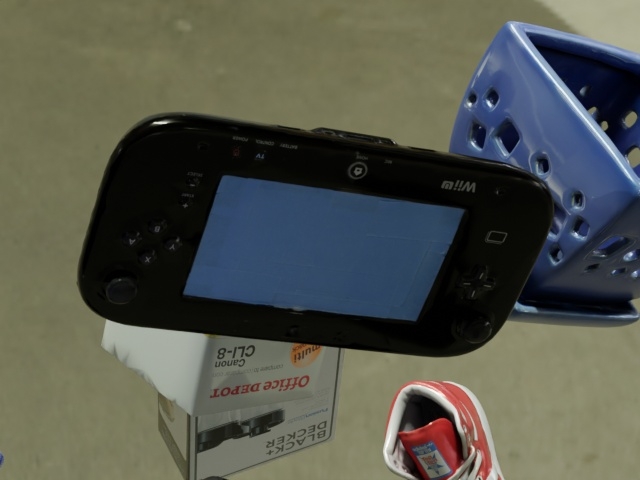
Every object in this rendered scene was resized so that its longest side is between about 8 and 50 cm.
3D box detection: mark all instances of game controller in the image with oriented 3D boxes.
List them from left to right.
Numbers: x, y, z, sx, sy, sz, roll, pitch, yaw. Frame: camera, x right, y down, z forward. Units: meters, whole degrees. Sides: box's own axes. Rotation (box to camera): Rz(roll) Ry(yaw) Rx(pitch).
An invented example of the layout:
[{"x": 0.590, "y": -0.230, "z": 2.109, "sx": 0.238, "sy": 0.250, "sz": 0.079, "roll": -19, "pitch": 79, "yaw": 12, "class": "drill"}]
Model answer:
[{"x": 0.000, "y": 0.000, "z": 1.056, "sx": 0.319, "sy": 0.166, "sz": 0.067, "roll": 7, "pitch": 43, "yaw": -22, "class": "game controller"}]

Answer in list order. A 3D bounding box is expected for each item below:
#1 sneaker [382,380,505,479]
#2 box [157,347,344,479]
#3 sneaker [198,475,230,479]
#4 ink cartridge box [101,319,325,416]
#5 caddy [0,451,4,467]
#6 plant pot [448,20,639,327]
[{"x": 0.066, "y": 0.115, "z": 0.697, "sx": 0.042, "sy": 0.067, "sz": 0.118, "roll": -31, "pitch": 68, "yaw": 15, "class": "sneaker"}, {"x": -0.065, "y": 0.099, "z": 1.495, "sx": 0.169, "sy": 0.290, "sz": 0.087, "roll": -16, "pitch": 49, "yaw": -22, "class": "box"}, {"x": 0.001, "y": 0.226, "z": 1.188, "sx": 0.215, "sy": 0.084, "sz": 0.083, "roll": 23, "pitch": 68, "yaw": 17, "class": "sneaker"}, {"x": -0.069, "y": 0.025, "z": 1.187, "sx": 0.128, "sy": 0.176, "sz": 0.127, "roll": -4, "pitch": 26, "yaw": -42, "class": "ink cartridge box"}, {"x": -0.351, "y": 0.124, "z": 0.866, "sx": 0.341, "sy": 0.241, "sz": 0.179, "roll": 19, "pitch": 69, "yaw": 26, "class": "caddy"}, {"x": 0.246, "y": -0.046, "z": 1.499, "sx": 0.236, "sy": 0.212, "sz": 0.236, "roll": 7, "pitch": 43, "yaw": -45, "class": "plant pot"}]
